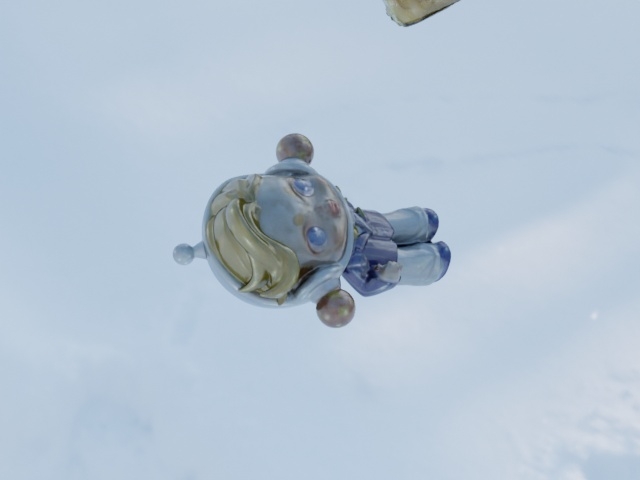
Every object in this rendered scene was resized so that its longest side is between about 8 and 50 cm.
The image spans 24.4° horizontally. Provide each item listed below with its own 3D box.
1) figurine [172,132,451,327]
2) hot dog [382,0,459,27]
[{"bbox_3d":[0.000,-0.009,1.453,0.274,0.133,0.194,-23,81,-48],"label":"figurine"},{"bbox_3d":[0.144,-0.248,1.229,0.047,0.215,0.066,46,19,-48],"label":"hot dog"}]
